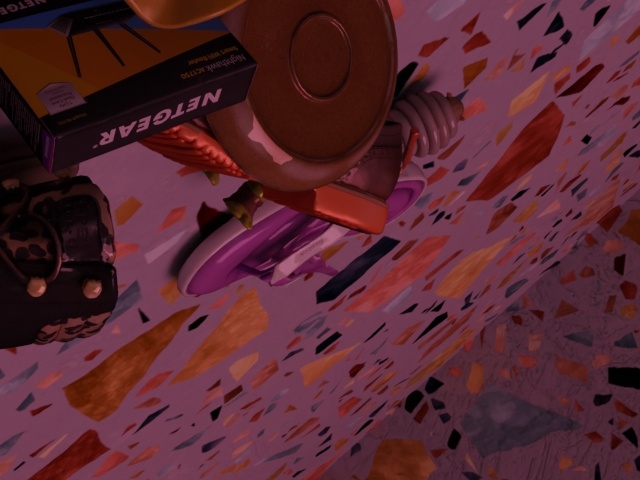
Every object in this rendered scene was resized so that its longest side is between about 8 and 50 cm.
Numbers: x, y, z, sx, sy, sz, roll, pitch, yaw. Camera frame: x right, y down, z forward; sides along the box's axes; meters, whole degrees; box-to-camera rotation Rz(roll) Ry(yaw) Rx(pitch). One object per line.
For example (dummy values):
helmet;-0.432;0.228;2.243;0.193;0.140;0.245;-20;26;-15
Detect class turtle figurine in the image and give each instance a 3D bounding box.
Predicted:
turtle figurine;-0.027;-0.124;1.184;0.217;0.087;0.269;-34;138;-3

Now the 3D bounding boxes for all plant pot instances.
plant pot;-0.007;-0.159;0.985;0.236;0.032;0.236;-7;100;-43

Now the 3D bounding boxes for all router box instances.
router box;-0.157;-0.137;0.845;0.179;0.133;0.046;-27;157;-33

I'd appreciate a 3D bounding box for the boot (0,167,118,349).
boot;-0.289;0.001;0.791;0.284;0.138;0.377;-9;153;-21

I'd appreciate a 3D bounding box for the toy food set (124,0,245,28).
toy food set;-0.073;-0.233;0.827;0.218;0.128;0.071;-36;-178;-22

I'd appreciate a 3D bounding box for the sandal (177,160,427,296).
sandal;0.005;-0.009;1.462;0.416;0.102;0.169;-24;155;-37

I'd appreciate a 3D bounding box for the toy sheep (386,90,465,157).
toy sheep;0.121;-0.143;1.411;0.132;0.091;0.091;-30;159;-11

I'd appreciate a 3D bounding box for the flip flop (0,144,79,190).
flip flop;-0.306;0.019;0.998;0.277;0.080;0.112;-44;160;12

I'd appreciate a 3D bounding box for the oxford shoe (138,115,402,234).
oxford shoe;-0.062;-0.117;1.044;0.364;0.130;0.132;22;87;-45
